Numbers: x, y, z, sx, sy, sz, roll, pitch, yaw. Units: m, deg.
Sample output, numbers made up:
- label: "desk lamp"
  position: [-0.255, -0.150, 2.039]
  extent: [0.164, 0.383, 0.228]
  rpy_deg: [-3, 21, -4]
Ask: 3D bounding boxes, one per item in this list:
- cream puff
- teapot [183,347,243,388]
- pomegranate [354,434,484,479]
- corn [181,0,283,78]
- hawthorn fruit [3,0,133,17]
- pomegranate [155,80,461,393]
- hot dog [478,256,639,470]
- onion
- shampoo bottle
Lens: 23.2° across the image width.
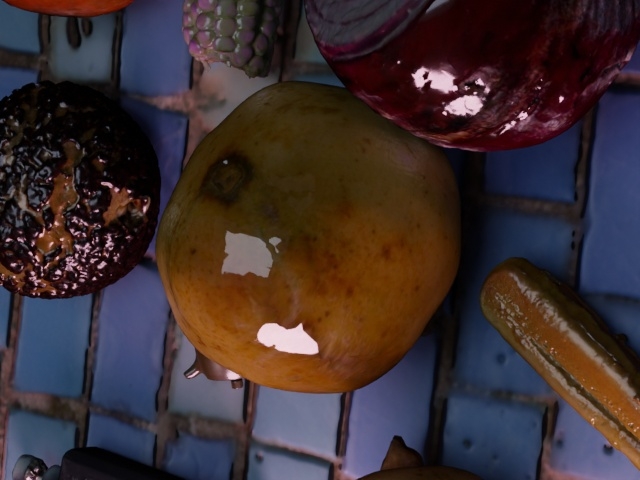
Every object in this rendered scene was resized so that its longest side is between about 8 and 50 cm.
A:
- label: "cream puff"
  position: [-0.291, -0.052, 1.655]
  extent: [0.239, 0.165, 0.239]
  rpy_deg: [-2, 86, 30]
- label: "teapot"
  position: [-0.082, 0.116, 1.588]
  extent: [0.121, 0.076, 0.068]
  rpy_deg: [-8, 97, 1]
- label: "pomegranate"
  position: [0.089, 0.297, 1.408]
  extent: [0.207, 0.207, 0.207]
  rpy_deg: [0, 90, 31]
- label: "corn"
  position: [-0.077, -0.332, 1.560]
  extent: [0.127, 0.126, 0.335]
  rpy_deg: [9, 98, 30]
- label: "hawthorn fruit"
  position: [-0.278, -0.326, 1.634]
  extent: [0.253, 0.205, 0.205]
  rpy_deg: [-20, 80, 37]
- label: "pomegranate"
  position: [-0.014, -0.001, 1.413]
  extent: [0.307, 0.307, 0.307]
  rpy_deg: [0, 90, 31]
- label: "hot dog"
  position: [0.253, 0.128, 1.391]
  extent: [0.088, 0.061, 0.286]
  rpy_deg: [-48, 69, 26]
- label: "onion"
  position: [0.156, -0.236, 1.335]
  extent: [0.282, 0.260, 0.336]
  rpy_deg: [-41, 36, 40]
- label: "shampoo bottle"
  position: [-0.205, 0.287, 1.658]
  extent: [0.309, 0.071, 0.098]
  rpy_deg: [14, 98, 30]
